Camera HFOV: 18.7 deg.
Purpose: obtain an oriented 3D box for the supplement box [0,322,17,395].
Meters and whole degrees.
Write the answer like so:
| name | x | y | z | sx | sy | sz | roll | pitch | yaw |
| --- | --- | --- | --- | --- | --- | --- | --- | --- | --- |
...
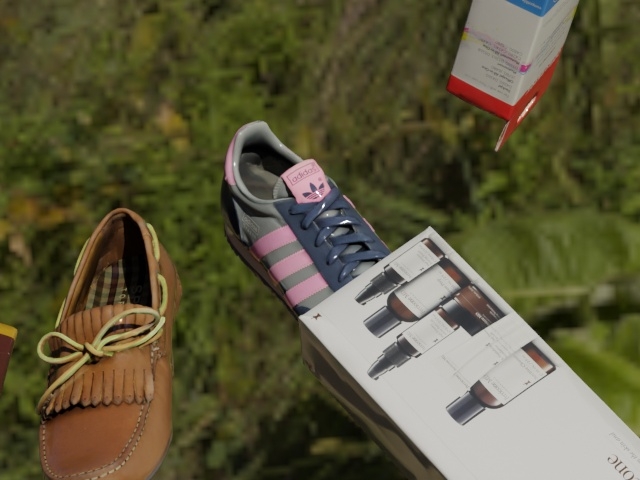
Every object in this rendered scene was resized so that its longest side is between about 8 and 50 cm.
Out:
| name | x | y | z | sx | sy | sz | roll | pitch | yaw |
| --- | --- | --- | --- | --- | --- | --- | --- | --- | --- |
| supplement box | -0.256 | 0.098 | 0.910 | 0.191 | 0.129 | 0.194 | 17 | 11 | -8 |

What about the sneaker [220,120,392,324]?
| name | x | y | z | sx | sy | sz | roll | pitch | yaw |
| --- | --- | --- | --- | --- | --- | --- | --- | --- | --- |
| sneaker | 0.000 | 0.000 | 1.861 | 0.112 | 0.131 | 0.319 | -27 | 44 | -27 |

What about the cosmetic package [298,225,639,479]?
| name | x | y | z | sx | sy | sz | roll | pitch | yaw |
| --- | --- | --- | --- | --- | --- | --- | --- | --- | --- |
| cosmetic package | 0.098 | 0.107 | 1.051 | 0.099 | 0.060 | 0.239 | -36 | 62 | -16 |

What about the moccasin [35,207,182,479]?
| name | x | y | z | sx | sy | sz | roll | pitch | yaw |
| --- | --- | --- | --- | --- | --- | --- | --- | --- | --- |
| moccasin | -0.205 | 0.109 | 1.901 | 0.139 | 0.147 | 0.380 | -6 | 37 | 15 |

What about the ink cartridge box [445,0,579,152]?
| name | x | y | z | sx | sy | sz | roll | pitch | yaw |
| --- | --- | --- | --- | --- | --- | --- | --- | --- | --- |
| ink cartridge box | 0.199 | -0.217 | 1.949 | 0.078 | 0.231 | 0.134 | 28 | 45 | 14 |
